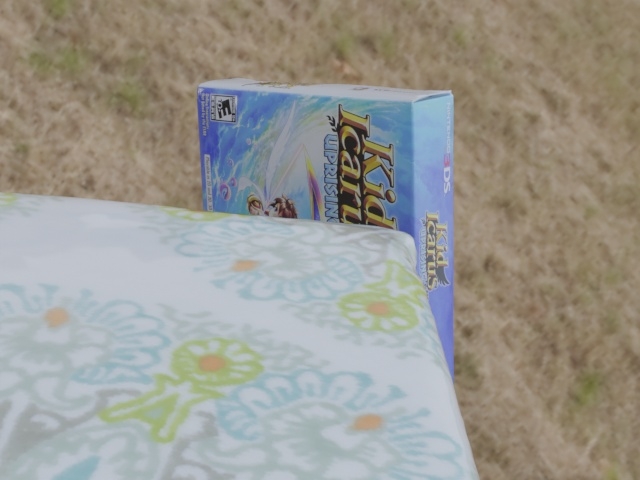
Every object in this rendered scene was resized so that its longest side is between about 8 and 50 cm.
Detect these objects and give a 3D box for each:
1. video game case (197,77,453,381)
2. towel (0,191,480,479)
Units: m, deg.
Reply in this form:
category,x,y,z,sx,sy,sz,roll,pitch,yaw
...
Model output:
category,x,y,z,sx,sy,sz,roll,pitch,yaw
video game case,0.000,0.000,0.928,0.061,0.244,0.270,-18,112,-48
towel,-0.097,0.079,0.506,0.320,0.090,0.374,7,24,-5
